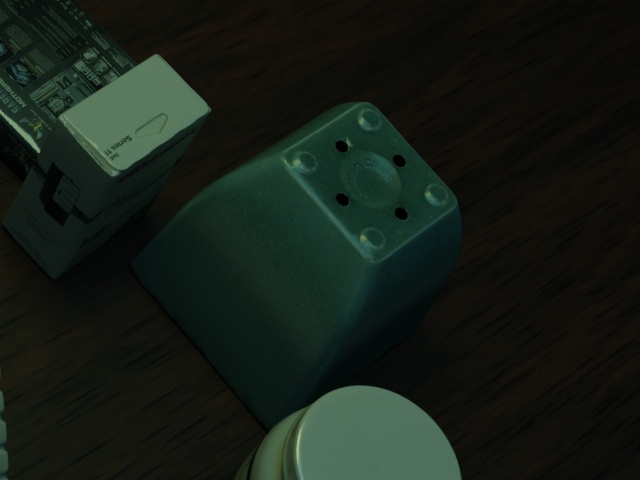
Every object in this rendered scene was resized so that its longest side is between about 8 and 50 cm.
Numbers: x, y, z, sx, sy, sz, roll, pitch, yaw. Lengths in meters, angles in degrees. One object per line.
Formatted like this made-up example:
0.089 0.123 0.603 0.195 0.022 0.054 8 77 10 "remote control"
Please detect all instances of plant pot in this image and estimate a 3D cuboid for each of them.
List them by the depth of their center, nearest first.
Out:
0.000 0.000 2.033 0.248 0.252 0.247 49 51 8 "plant pot"

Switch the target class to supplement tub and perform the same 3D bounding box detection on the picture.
-0.002 0.270 1.841 0.191 0.272 0.191 14 55 -20 "supplement tub"

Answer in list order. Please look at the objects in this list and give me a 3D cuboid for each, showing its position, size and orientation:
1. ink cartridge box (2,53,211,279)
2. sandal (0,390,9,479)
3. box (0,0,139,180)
-0.218 -0.075 1.992 0.087 0.208 0.153 46 50 6 "ink cartridge box"
-0.368 0.226 1.789 0.169 0.102 0.416 19 67 -40 "sandal"
-0.320 -0.193 2.113 0.232 0.059 0.183 45 50 4 "box"
